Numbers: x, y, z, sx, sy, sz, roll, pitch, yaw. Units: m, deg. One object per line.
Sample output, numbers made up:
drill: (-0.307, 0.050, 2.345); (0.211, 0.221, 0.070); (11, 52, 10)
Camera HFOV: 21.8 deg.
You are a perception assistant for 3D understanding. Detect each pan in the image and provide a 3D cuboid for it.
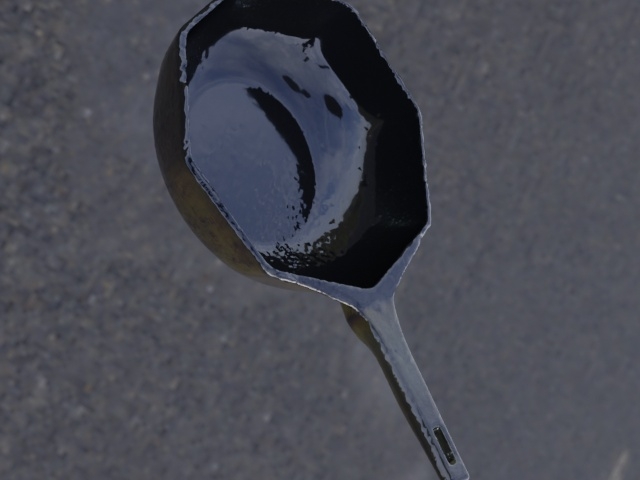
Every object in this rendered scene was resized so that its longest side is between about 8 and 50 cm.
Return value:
pan: (-0.013, -0.002, 0.652); (0.128, 0.048, 0.202); (13, 63, -37)
